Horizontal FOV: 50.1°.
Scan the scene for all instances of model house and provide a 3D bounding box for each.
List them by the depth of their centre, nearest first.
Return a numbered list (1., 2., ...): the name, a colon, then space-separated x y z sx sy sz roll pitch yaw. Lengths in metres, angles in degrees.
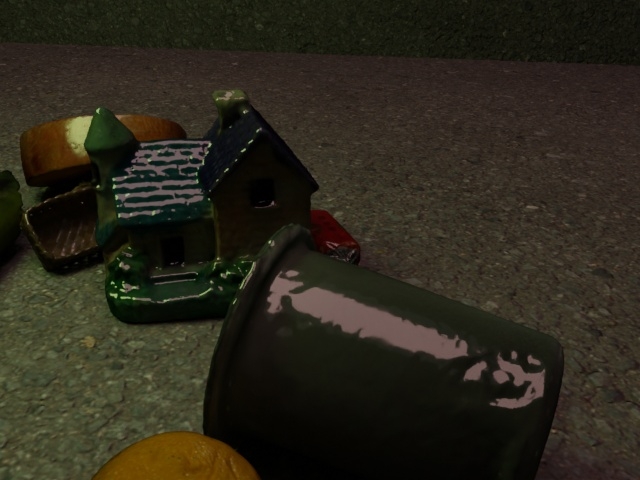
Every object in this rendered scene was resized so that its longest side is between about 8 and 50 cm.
1. model house: -0.172 -0.067 0.986 0.312 0.280 0.245 -4 26 -12

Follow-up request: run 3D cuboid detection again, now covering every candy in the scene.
1. candy: 0.001 -0.001 1.122 0.086 0.059 0.292 -7 28 -22

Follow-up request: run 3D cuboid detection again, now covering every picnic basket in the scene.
1. picnic basket: -0.378 -0.025 1.098 0.193 0.055 0.110 -27 79 -44

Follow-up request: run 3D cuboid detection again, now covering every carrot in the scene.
1. carrot: -0.408 -0.170 1.308 0.307 0.100 0.258 -8 1 -14

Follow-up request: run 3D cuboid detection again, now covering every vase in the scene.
1. vase: 0.065 0.142 0.663 0.291 0.245 0.245 19 29 14

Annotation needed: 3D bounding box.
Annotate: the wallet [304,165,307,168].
1. wallet: -0.118 -0.159 1.470 0.110 0.039 0.155 -14 30 -38

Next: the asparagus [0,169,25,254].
1. asparagus: -0.530 -0.014 1.041 0.128 0.108 0.382 2 24 1

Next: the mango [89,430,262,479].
1. mango: -0.113 0.259 0.493 0.177 0.120 0.295 9 26 -5

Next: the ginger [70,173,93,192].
1. ginger: -0.321 -0.097 1.277 0.333 0.080 0.166 -11 34 -33
